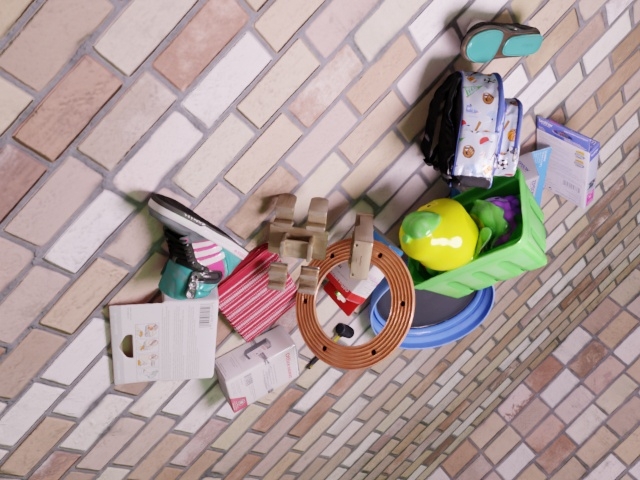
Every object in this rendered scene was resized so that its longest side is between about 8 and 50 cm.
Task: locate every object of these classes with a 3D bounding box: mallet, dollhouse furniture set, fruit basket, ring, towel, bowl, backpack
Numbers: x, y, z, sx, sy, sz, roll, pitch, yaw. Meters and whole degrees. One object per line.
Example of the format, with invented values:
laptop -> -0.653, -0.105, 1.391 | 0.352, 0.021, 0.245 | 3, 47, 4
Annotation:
mallet -> 0.031, 0.331, 1.989 | 0.062, 0.039, 0.190 | 22, 113, -46
dollhouse furniture set -> 0.000, 0.000, 1.533 | 0.241, 0.161, 0.212 | 8, 115, 1
fruit basket -> 0.342, -0.024, 1.622 | 0.391, 0.283, 0.392 | 7, 145, 5
ring -> 0.085, 0.158, 1.630 | 0.337, 0.336, 0.032 | -52, 148, 10
towel -> -0.163, 0.136, 1.636 | 0.198, 0.031, 0.275 | -38, 144, -10
bowl -> 0.336, 0.187, 1.979 | 0.390, 0.077, 0.391 | -6, 134, -7
backpack -> 0.368, -0.271, 1.533 | 0.212, 0.276, 0.264 | -3, 108, -2

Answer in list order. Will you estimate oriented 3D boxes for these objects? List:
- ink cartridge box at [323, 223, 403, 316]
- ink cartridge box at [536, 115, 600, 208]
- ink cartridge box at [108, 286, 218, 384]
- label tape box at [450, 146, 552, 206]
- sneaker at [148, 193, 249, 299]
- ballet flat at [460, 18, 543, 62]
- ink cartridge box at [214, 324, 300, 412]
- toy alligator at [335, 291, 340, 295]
ink cartridge box -> 0.093, 0.073, 1.717 | 0.231, 0.134, 0.078 | -52, 143, 9
ink cartridge box -> 0.749, -0.248, 1.957 | 0.065, 0.185, 0.311 | -43, 143, -13
ink cartridge box -> -0.368, 0.226, 1.517 | 0.238, 0.060, 0.275 | -1, 129, -15
label tape box -> 0.560, -0.111, 1.936 | 0.347, 0.115, 0.249 | -18, 137, -12
sneaker -> -0.293, 0.030, 1.356 | 0.178, 0.123, 0.295 | -54, 143, -2
ballet flat -> 0.405, -0.473, 1.516 | 0.280, 0.096, 0.095 | -11, 136, -36
ink cartridge box -> -0.173, 0.354, 1.779 | 0.217, 0.092, 0.159 | -25, 138, -20
toy alligator -> 0.110, 0.097, 1.827 | 0.189, 0.056, 0.051 | -27, 99, -20
